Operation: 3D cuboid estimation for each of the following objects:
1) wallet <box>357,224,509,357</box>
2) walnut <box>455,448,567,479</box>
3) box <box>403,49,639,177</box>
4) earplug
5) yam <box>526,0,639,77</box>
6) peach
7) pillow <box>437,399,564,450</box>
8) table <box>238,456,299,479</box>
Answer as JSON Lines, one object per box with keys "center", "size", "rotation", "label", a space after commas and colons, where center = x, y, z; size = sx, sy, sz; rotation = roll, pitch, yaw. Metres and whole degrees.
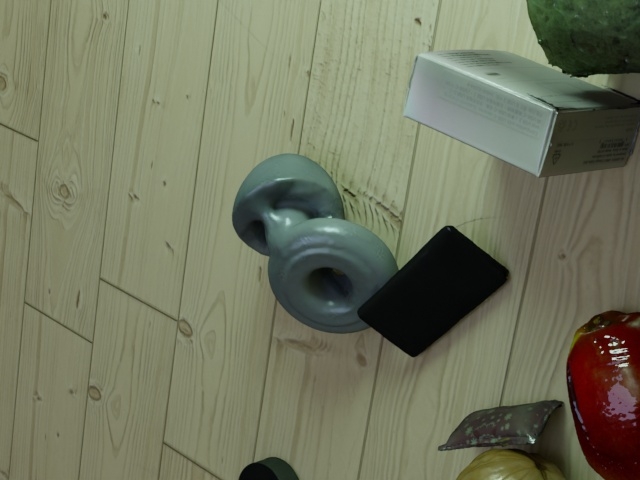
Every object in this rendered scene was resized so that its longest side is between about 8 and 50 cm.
{"center": [0.167, 0.082, 2.113], "size": [0.124, 0.025, 0.244], "rotation": [39, 130, -8], "label": "wallet"}
{"center": [0.266, 0.406, 1.990], "size": [0.195, 0.195, 0.222], "rotation": [50, 130, 27], "label": "walnut"}
{"center": [0.274, -0.179, 1.882], "size": [0.251, 0.203, 0.106], "rotation": [30, 118, 38], "label": "box"}
{"center": [-0.007, 0.003, 2.233], "size": [0.325, 0.175, 0.214], "rotation": [53, 126, 13], "label": "earplug"}
{"center": [0.413, -0.303, 1.737], "size": [0.300, 0.195, 0.195], "rotation": [2, 98, 46], "label": "yam"}
{"center": [0.420, 0.232, 1.838], "size": [0.159, 0.154, 0.267], "rotation": [-3, 93, 44], "label": "peach"}
{"center": [0.263, 0.270, 2.031], "size": [0.185, 0.118, 0.043], "rotation": [-13, 106, 42], "label": "pillow"}
{"center": [-0.089, 0.455, 2.459], "size": [0.133, 0.043, 0.133], "rotation": [10, 104, 44], "label": "table"}
